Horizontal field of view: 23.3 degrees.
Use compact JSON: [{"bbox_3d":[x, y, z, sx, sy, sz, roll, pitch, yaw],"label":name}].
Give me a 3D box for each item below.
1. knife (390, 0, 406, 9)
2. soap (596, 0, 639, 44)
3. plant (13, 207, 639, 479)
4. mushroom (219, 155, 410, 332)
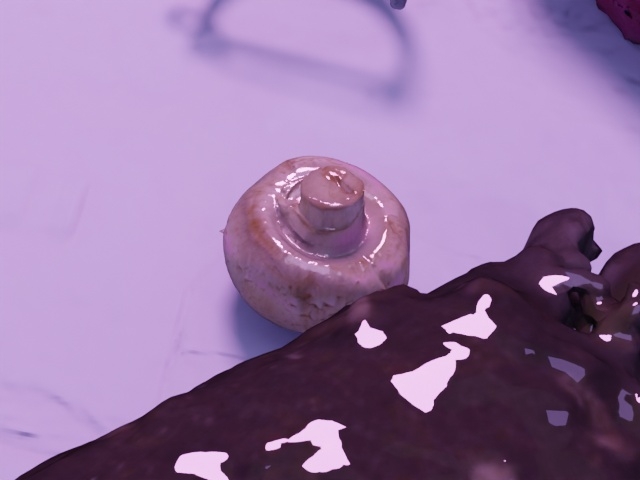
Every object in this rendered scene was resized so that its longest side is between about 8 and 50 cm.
[{"bbox_3d":[0.001,-0.217,0.841,0.123,0.053,0.278,9,50,3],"label":"knife"},{"bbox_3d":[0.218,-0.174,0.777,0.250,0.099,0.162,22,83,5],"label":"soap"},{"bbox_3d":[0.041,0.122,0.500,0.276,0.188,0.199,-16,54,-19],"label":"plant"},{"bbox_3d":[0.000,0.000,0.661,0.084,0.067,0.083,3,46,-3],"label":"mushroom"}]
